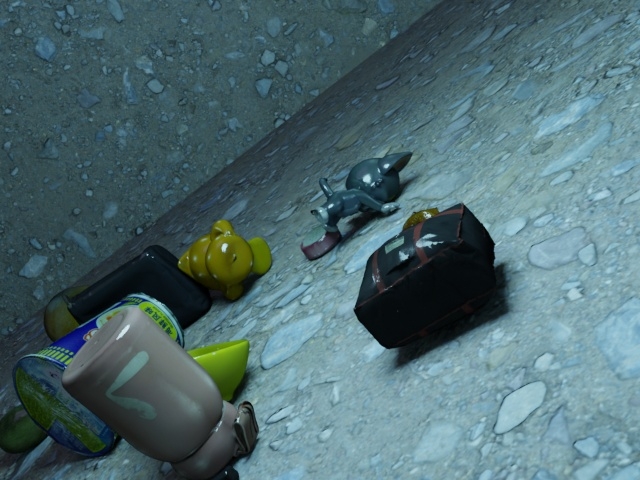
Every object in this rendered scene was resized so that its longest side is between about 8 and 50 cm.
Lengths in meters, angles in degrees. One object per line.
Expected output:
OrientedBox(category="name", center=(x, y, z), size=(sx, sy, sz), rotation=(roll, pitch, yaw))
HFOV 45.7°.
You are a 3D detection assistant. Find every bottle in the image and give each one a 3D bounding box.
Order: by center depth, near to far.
OrientedBox(category="bottle", center=(-0.249, 0.257, 1.238), size=(0.206, 0.297, 0.173), rotation=(-32, 19, 33))

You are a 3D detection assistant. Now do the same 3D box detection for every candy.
OrientedBox(category="candy", center=(0.000, 0.000, 1.802), size=(0.103, 0.043, 0.103), rotation=(-33, 19, 13))

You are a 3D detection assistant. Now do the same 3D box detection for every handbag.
OrientedBox(category="handbag", center=(0.164, 0.051, 1.177), size=(0.215, 0.155, 0.169), rotation=(-33, 11, 22))
OrientedBox(category="handbag", center=(-0.478, 0.143, 1.988), size=(0.301, 0.275, 0.178), rotation=(-34, 28, 9))

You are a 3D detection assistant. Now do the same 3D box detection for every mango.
OrientedBox(category="mango", center=(-0.751, 0.250, 2.403), size=(0.221, 0.199, 0.384), rotation=(-38, 28, -25))

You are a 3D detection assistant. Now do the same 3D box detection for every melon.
OrientedBox(category="melon", center=(-0.773, 0.487, 1.975), size=(0.167, 0.114, 0.114), rotation=(-36, 18, -1))

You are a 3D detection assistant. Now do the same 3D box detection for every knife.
OrientedBox(category="knife", center=(-0.221, 0.429, 1.213), size=(0.230, 0.028, 0.060), rotation=(-38, 5, 9))

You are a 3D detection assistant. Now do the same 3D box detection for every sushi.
OrientedBox(category="sushi", center=(0.204, -0.032, 1.465), size=(0.060, 0.062, 0.118), rotation=(-10, 2, -34))

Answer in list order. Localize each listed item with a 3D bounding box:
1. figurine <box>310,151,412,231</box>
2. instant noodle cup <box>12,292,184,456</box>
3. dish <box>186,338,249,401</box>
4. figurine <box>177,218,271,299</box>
OrientedBox(category="figurine", center=(0.075, -0.106, 1.749), size=(0.265, 0.140, 0.193), rotation=(-14, -8, -29))
OrientedBox(category="instant noodle cup", center=(-0.479, 0.282, 1.723), size=(0.284, 0.284, 0.312), rotation=(-22, 16, 40))
OrientedBox(category="dish", center=(-0.253, 0.272, 1.455), size=(0.221, 0.108, 0.262), rotation=(-12, -4, -42))
OrientedBox(category="figurine", center=(-0.245, 0.050, 1.916), size=(0.228, 0.215, 0.215), rotation=(-8, 32, 37))
